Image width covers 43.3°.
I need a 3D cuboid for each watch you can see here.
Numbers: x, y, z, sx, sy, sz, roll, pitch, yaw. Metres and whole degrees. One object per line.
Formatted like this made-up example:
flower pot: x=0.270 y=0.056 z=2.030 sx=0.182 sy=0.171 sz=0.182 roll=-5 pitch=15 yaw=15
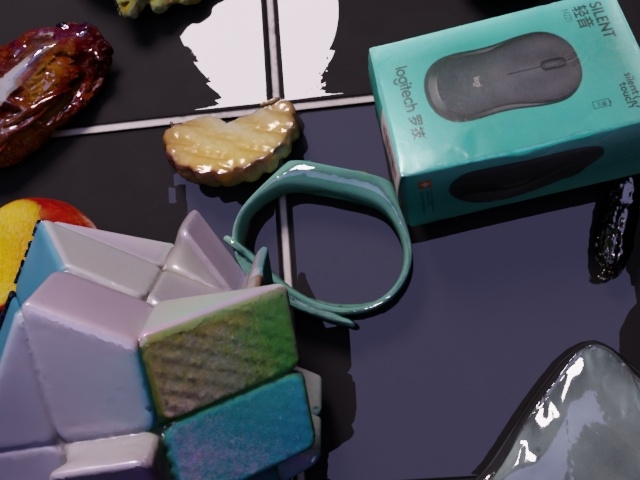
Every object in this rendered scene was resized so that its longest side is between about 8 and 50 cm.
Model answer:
watch: x=0.000 y=0.000 z=1.016 sx=0.237 sy=0.068 sz=0.195 roll=13 pitch=85 yaw=5

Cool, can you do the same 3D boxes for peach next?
peach: x=-0.350 y=0.039 z=0.988 sx=0.190 sy=0.192 sz=0.190 roll=0 pitch=71 yaw=0

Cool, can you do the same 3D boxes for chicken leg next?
chicken leg: x=-0.464 y=-0.170 z=1.088 sx=0.407 sy=0.096 sz=0.158 roll=-25 pitch=74 yaw=5

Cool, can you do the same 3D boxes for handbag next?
handbag: x=0.286 y=0.287 z=0.930 sx=0.191 sy=0.075 sz=0.332 roll=40 pitch=84 yaw=8

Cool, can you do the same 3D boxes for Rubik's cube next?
Rubik's cube: x=-0.178 y=0.166 z=0.848 sx=0.368 sy=0.358 sz=0.387 roll=23 pitch=108 yaw=-8

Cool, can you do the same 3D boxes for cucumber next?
cucumber: x=0.366 y=-0.038 z=0.983 sx=0.053 sy=0.053 sz=0.181 roll=13 pitch=83 yaw=9

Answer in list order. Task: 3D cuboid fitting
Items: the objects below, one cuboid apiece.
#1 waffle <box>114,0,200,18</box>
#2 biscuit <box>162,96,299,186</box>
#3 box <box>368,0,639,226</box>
waffle: x=-0.215 y=-0.419 z=1.067 sx=0.204 sy=0.054 sz=0.223 roll=-32 pitch=108 yaw=-15
biscuit: x=-0.116 y=-0.114 z=1.045 sx=0.183 sy=0.061 sz=0.118 roll=-8 pitch=55 yaw=7
box: x=0.226 y=-0.159 z=0.959 sx=0.311 sy=0.118 sz=0.205 roll=-12 pitch=62 yaw=5
